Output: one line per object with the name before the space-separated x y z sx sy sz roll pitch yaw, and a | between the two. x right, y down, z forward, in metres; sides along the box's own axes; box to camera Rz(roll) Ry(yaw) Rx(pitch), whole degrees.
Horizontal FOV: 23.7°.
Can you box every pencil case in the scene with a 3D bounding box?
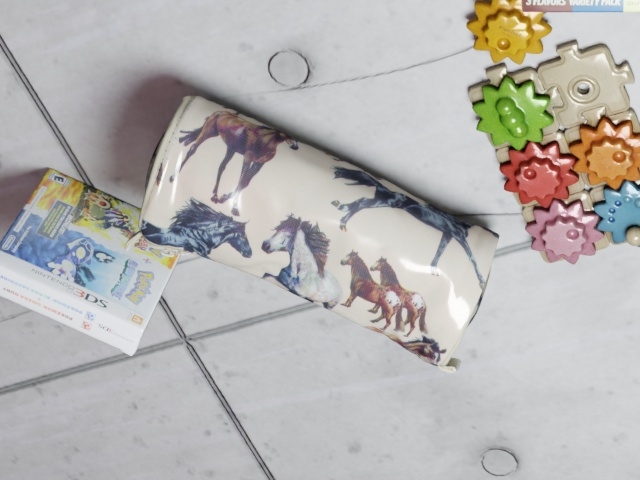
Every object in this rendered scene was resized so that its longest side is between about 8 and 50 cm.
pencil case | 0.000 0.000 1.679 0.410 0.160 0.183 24 117 -4

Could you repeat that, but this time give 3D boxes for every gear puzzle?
gear puzzle | 0.255 -0.117 1.608 0.176 0.044 0.339 -16 119 23

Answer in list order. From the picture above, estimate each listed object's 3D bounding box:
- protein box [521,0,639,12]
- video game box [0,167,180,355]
protein box | 0.253 -0.335 1.360 0.136 0.201 0.199 2 124 13
video game box | -0.262 0.021 1.731 0.187 0.205 0.048 26 125 -6
